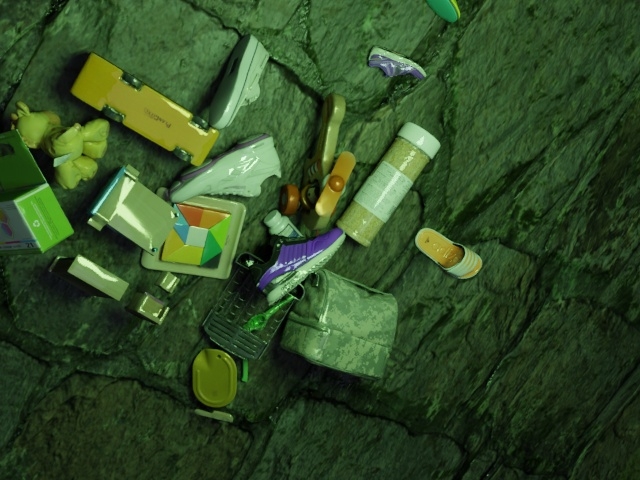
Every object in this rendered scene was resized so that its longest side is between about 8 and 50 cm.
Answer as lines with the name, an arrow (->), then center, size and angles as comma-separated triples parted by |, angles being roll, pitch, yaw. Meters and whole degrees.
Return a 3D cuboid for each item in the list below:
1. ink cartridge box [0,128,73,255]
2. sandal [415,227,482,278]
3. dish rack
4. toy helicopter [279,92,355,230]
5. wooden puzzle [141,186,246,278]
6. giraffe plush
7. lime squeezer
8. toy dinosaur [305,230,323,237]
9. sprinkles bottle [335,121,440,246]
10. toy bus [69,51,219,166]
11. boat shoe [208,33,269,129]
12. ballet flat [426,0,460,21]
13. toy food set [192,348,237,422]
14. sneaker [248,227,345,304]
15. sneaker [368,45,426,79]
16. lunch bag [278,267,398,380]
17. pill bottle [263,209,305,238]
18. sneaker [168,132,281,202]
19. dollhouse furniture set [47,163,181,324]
ink cartridge box -> -0.699, -0.100, 1.354 | 0.097, 0.188, 0.255 | -48, 125, -47
sandal -> 0.402, 0.052, 1.859 | 0.265, 0.076, 0.102 | 28, 97, -25
dish rack -> -0.190, 0.188, 1.658 | 0.208, 0.074, 0.272 | 32, 92, -2
toy helicopter -> 0.011, -0.197, 1.552 | 0.140, 0.235, 0.356 | 5, 105, -21
wooden puzzle -> -0.333, -0.012, 1.596 | 0.238, 0.044, 0.221 | 11, 103, -22
giraffe plush -> -0.611, -0.230, 1.375 | 0.170, 0.210, 0.182 | 28, 101, 4
lime squeezer -> -0.176, 0.268, 1.737 | 0.109, 0.059, 0.311 | 29, 95, -25
toy dinosaur -> 0.000, 0.000, 1.708 | 0.047, 0.090, 0.082 | -25, 147, -27
sprinkles bottle -> 0.187, -0.155, 1.691 | 0.121, 0.121, 0.356 | 33, 94, -25
toy bus -> -0.410, -0.305, 1.426 | 0.332, 0.130, 0.108 | 30, 95, -25
boat shoe -> -0.190, -0.372, 1.464 | 0.088, 0.096, 0.268 | 33, 58, -35
ballet flat -> 0.294, -0.675, 1.590 | 0.230, 0.077, 0.077 | 31, 79, -23
toy food set -> -0.298, 0.402, 1.738 | 0.128, 0.071, 0.218 | 6, 105, 4
sneaker -> -0.066, 0.028, 1.596 | 0.293, 0.102, 0.146 | -38, 83, -26
sneaker -> 0.206, -0.470, 1.639 | 0.169, 0.068, 0.071 | 16, 117, -15
lunch bag -> 0.067, 0.236, 1.726 | 0.305, 0.212, 0.256 | 23, 83, -30
pill bottle -> -0.100, -0.025, 1.662 | 0.067, 0.067, 0.120 | -43, 116, -2
sneaker -> -0.234, -0.152, 1.541 | 0.305, 0.114, 0.152 | -28, 115, -13
dollhouse furniture set -> -0.476, 0.007, 1.522 | 0.286, 0.198, 0.304 | 38, 68, -29
